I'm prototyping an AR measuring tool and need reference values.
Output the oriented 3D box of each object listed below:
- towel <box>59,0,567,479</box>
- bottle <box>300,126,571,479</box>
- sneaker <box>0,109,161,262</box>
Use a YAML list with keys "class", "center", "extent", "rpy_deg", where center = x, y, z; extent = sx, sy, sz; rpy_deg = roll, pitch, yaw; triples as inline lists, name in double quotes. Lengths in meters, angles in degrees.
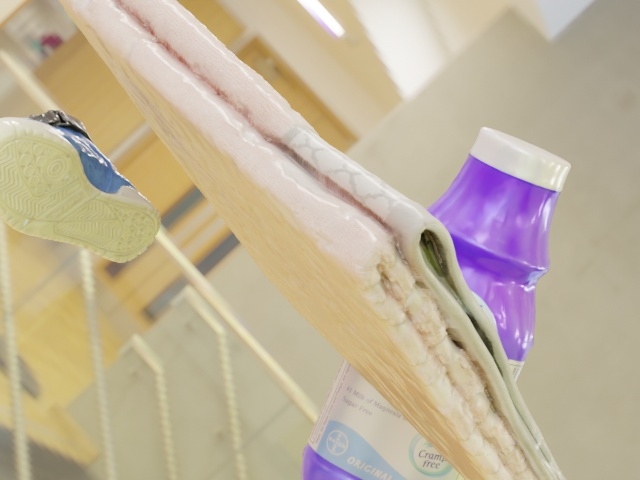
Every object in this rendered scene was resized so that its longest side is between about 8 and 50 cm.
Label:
- class: "towel"
  center: [0.000, 0.000, 0.943]
  extent: [0.317, 0.053, 0.332]
  rpy_deg: [43, -9, 38]
- class: "bottle"
  center: [0.086, 0.064, 1.134]
  extent: [0.118, 0.282, 0.092]
  rpy_deg: [24, 10, 6]
- class: "sneaker"
  center: [-0.158, -0.042, 0.920]
  extent: [0.084, 0.058, 0.152]
  rpy_deg: [40, 6, 33]
